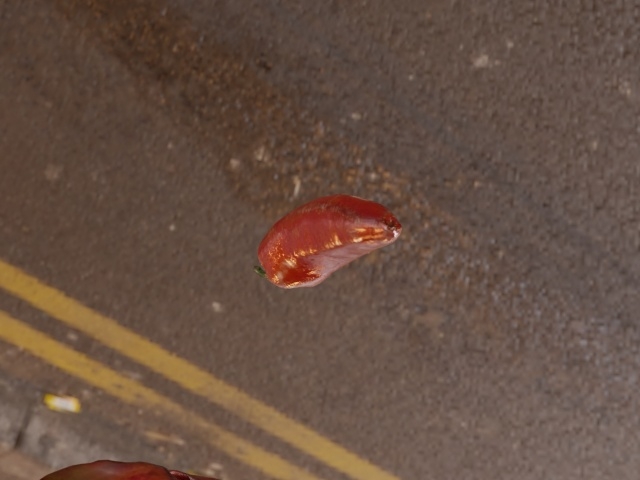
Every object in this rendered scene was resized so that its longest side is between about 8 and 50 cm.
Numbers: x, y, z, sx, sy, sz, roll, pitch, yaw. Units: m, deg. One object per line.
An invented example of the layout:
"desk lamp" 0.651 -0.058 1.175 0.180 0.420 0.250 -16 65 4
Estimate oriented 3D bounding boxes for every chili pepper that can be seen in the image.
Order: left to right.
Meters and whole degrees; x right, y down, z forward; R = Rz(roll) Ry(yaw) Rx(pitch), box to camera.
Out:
"chili pepper" 0.000 0.000 1.045 0.071 0.063 0.272 56 152 -4

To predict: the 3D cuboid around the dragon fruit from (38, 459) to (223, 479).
"dragon fruit" -0.065 0.237 0.477 0.278 0.277 0.342 7 136 8
